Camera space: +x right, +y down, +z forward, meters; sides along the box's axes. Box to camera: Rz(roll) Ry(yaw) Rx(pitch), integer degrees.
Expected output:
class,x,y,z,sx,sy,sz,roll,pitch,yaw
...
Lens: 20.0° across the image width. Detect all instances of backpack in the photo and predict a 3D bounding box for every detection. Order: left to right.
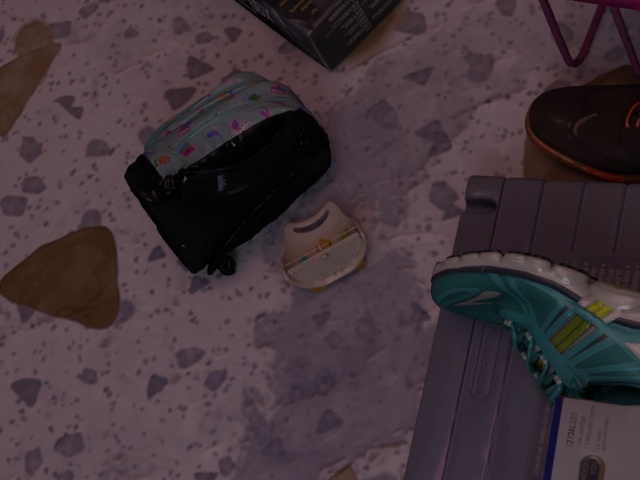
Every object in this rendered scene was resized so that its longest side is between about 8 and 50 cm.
class,x,y,z,sx,sy,sz,roll,pitch,yaw
backpack,-0.084,-0.072,1.699,0.182,0.152,0.115,-38,53,-7

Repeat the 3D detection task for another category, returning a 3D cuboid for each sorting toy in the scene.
class,x,y,z,sx,sy,sz,roll,pitch,yaw
sorting toy,0.000,0.000,1.686,0.083,0.045,0.075,-29,50,6

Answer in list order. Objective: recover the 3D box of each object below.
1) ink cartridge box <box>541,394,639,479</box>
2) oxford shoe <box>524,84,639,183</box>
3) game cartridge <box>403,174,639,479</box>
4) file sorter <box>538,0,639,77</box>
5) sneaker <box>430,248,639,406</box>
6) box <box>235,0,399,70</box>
class,x,y,z,sx,sy,sz,roll,pitch,yaw
ink cartridge box,0.342,0.221,1.317,0.371,0.069,0.175,8,54,9
oxford shoe,0.303,-0.105,1.585,0.271,0.098,0.097,9,68,25
game cartridge,0.205,0.116,1.536,0.230,0.068,0.355,6,66,20
file sorter,0.358,-0.244,1.587,0.291,0.182,0.202,13,71,27
sneaker,0.203,0.081,1.465,0.275,0.107,0.110,20,82,29
box,0.026,-0.353,1.835,0.307,0.076,0.242,-47,58,-6
